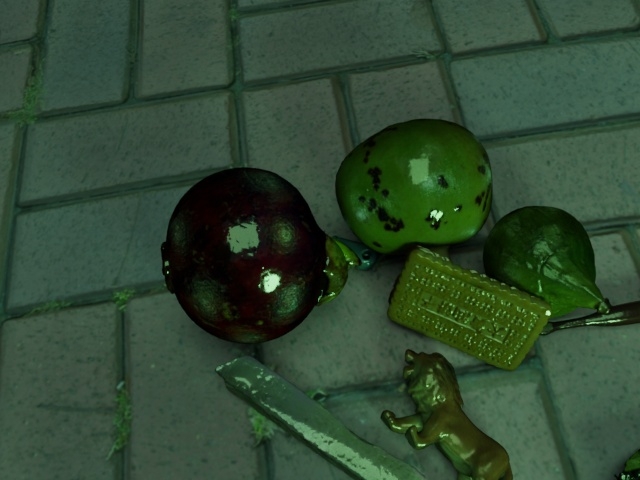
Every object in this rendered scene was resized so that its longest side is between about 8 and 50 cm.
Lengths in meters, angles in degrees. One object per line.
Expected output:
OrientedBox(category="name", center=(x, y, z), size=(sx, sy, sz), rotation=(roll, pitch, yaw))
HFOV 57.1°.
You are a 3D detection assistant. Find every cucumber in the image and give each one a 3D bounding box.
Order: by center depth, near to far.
OrientedBox(category="cucumber", center=(0.561, 0.352, 0.936), size=(0.220, 0.070, 0.046), rotation=(-9, 101, -1))

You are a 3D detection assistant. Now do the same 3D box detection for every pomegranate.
OrientedBox(category="pomegranate", center=(0.167, -0.060, 1.064), size=(0.291, 0.291, 0.323), rotation=(3, 70, 7))

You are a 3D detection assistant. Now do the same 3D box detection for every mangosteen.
OrientedBox(category="mangosteen", center=(-0.095, 0.017, 1.034), size=(0.360, 0.306, 0.306), rotation=(-13, 62, -14))

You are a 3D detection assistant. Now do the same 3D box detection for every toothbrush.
OrientedBox(category="toothbrush", center=(0.565, 0.131, 1.060), size=(0.364, 0.041, 0.040), rotation=(-10, 62, 0))

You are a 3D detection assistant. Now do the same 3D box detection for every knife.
OrientedBox(category="knife", center=(0.000, 0.002, 1.183), size=(0.244, 0.032, 0.058), rotation=(20, 73, 19))

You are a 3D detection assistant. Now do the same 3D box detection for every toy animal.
OrientedBox(category="toy animal", center=(0.220, 0.317, 0.965), size=(0.158, 0.097, 0.312), rotation=(-32, 66, -18))

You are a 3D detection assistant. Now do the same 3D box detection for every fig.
OrientedBox(category="fig", center=(0.400, 0.044, 0.996), size=(0.203, 0.235, 0.203), rotation=(-3, 101, -15))

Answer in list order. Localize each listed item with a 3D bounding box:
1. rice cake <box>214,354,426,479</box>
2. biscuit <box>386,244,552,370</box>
OrientedBox(category="rice cake", center=(-0.006, 0.317, 0.998), size=(0.399, 0.064, 0.070), rotation=(30, 60, 18))
OrientedBox(category="biscuit", center=(0.244, 0.122, 1.012), size=(0.255, 0.172, 0.029), rotation=(24, 41, 12))
